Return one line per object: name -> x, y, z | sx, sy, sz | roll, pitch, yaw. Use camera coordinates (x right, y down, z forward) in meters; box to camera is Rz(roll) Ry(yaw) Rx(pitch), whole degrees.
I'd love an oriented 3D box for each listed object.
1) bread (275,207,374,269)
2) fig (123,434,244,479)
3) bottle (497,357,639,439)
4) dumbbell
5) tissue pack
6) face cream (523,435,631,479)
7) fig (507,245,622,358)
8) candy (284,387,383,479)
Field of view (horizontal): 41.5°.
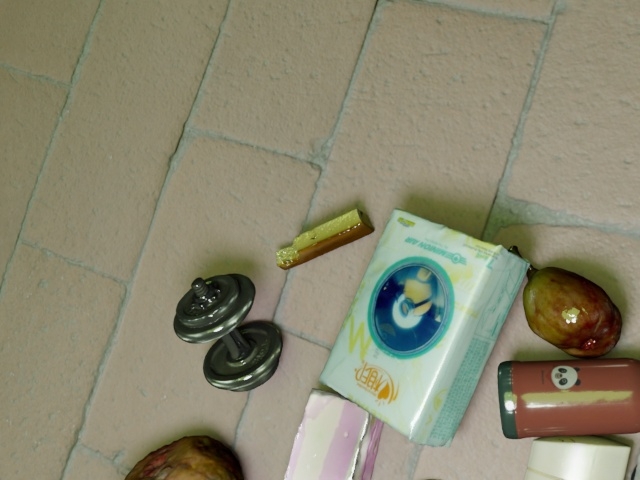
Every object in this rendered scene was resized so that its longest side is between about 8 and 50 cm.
bread -> 0.000, 0.000, 1.826 | 0.226, 0.088, 0.049 | -24, 73, 16
fig -> -0.267, 0.613, 1.776 | 0.286, 0.286, 0.368 | -14, 105, 21
bottle -> 0.492, 0.281, 1.511 | 0.336, 0.144, 0.143 | -5, 78, 16
dumbbell -> -0.194, 0.193, 1.787 | 0.192, 0.290, 0.192 | -20, 31, 12
tissue pack -> 0.193, 0.161, 1.632 | 0.287, 0.162, 0.388 | 24, 91, 47
face cream -> 0.437, 0.517, 1.529 | 0.174, 0.081, 0.348 | 11, 84, 26
fig -> 0.436, 0.104, 1.587 | 0.145, 0.170, 0.274 | -48, 46, 12
candy -> 0.023, 0.444, 1.709 | 0.156, 0.116, 0.265 | 12, 85, 26
